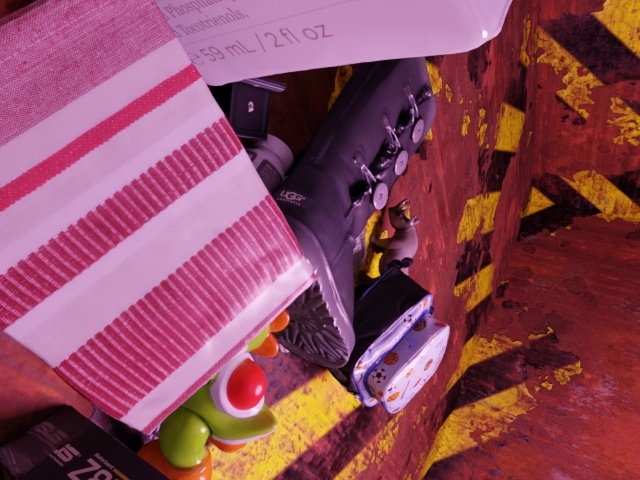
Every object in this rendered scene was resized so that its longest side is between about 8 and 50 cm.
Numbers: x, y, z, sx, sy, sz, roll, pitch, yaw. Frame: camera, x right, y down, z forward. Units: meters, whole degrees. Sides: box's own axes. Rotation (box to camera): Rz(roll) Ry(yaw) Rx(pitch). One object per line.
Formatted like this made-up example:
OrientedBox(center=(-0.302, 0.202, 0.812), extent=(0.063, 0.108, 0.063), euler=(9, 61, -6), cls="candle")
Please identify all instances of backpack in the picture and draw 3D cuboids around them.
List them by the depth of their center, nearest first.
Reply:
OrientedBox(center=(0.133, 0.217, 0.973), extent=(0.276, 0.213, 0.263), euler=(-36, 152, -14), cls="backpack")

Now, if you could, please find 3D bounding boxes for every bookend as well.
OrientedBox(center=(-0.126, -0.132, 0.589), extent=(0.156, 0.072, 0.158), euler=(-8, 110, -57), cls="bookend")

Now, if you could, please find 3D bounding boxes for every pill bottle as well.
OrientedBox(center=(-0.098, -0.077, 0.651), extent=(0.137, 0.078, 0.078), euler=(-58, 145, -25), cls="pill bottle")

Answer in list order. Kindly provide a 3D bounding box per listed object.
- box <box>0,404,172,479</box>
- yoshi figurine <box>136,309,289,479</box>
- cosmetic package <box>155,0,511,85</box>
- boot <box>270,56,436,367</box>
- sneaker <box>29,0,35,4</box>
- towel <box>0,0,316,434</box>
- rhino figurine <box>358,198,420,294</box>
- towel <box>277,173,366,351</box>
OrientedBox(center=(-0.178, 0.410, 0.496), extent=(0.097, 0.317, 0.396), euler=(-31, 127, -50), cls="box")
OrientedBox(center=(-0.167, 0.130, 0.589), extent=(0.202, 0.204, 0.363), euler=(0, 120, -24), cls="yoshi figurine")
OrientedBox(center=(-0.062, -0.360, 0.291), extent=(0.393, 0.329, 0.328), euler=(35, 73, -44), cls="cosmetic package")
OrientedBox(center=(0.058, -0.058, 0.778), extent=(0.367, 0.146, 0.446), euler=(82, 30, -52), cls="boot")
OrientedBox(center=(-0.227, -0.130, 0.454), extent=(0.089, 0.051, 0.171), euler=(-5, 102, -57), cls="sneaker")
OrientedBox(center=(-0.156, -0.010, 0.391), extent=(0.237, 0.037, 0.329), euler=(-41, 125, -17), cls="towel")
OrientedBox(center=(0.168, 0.020, 1.089), extent=(0.073, 0.106, 0.244), euler=(24, 83, -59), cls="rhino figurine")
OrientedBox(center=(0.000, 0.000, 0.862), extent=(0.324, 0.056, 0.313), euler=(-45, 137, -41), cls="towel")
